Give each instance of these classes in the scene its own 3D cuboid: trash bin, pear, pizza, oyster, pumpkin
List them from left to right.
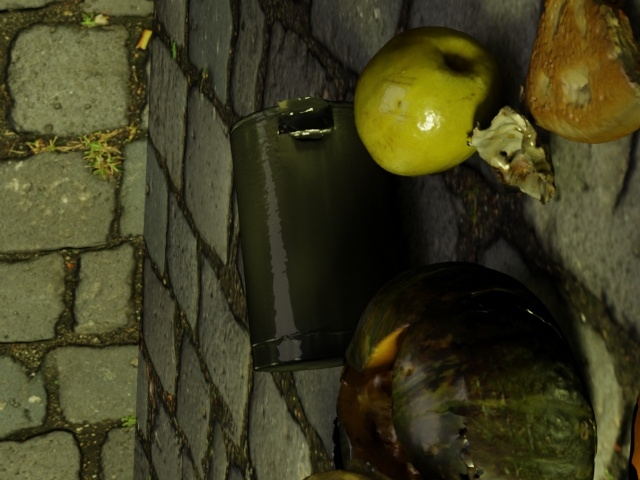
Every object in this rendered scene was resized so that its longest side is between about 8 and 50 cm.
[{"bbox_3d":[0.000,0.000,1.401,0.252,0.203,0.301,96,166,-80],"label":"trash bin"},{"bbox_3d":[0.107,-0.140,1.165,0.162,0.149,0.149,-49,49,53],"label":"pear"},{"bbox_3d":[0.132,0.174,1.100,0.320,0.192,0.320,173,90,-70],"label":"pumpkin"},{"bbox_3d":[0.188,-0.080,1.085,0.103,0.051,0.148,52,167,-6],"label":"oyster"},{"bbox_3d":[0.227,-0.159,0.979,0.182,0.062,0.161,143,114,-71],"label":"pizza"}]

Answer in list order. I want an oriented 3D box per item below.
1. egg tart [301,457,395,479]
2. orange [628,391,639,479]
[{"bbox_3d":[0.063,0.317,0.992,0.279,0.095,0.279,21,118,45],"label":"egg tart"},{"bbox_3d":[0.287,0.123,0.659,0.234,0.182,0.234,-42,31,34],"label":"orange"}]
